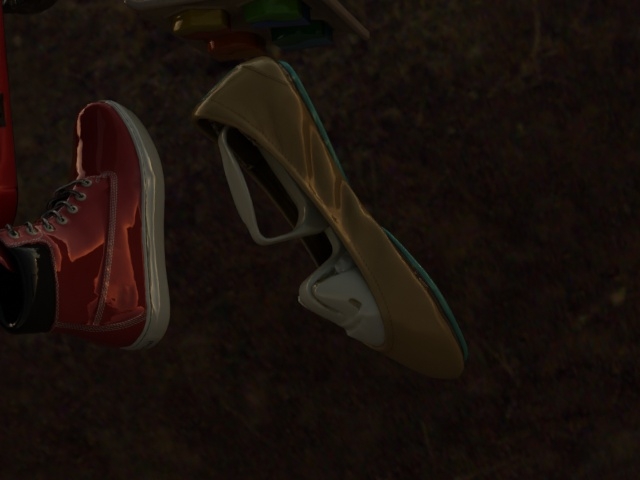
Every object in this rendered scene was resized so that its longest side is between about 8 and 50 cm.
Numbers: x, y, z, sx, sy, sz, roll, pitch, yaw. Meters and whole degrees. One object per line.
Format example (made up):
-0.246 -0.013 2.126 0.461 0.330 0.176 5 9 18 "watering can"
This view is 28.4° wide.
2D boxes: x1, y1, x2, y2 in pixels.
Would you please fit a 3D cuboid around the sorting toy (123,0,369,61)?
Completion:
-0.071 -0.221 1.295 0.208 0.193 0.038 -1 85 17 "sorting toy"

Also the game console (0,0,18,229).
-0.444 -0.165 1.240 0.342 0.060 0.386 -4 91 34 "game console"

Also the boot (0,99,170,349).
-0.229 -0.029 1.113 0.088 0.176 0.244 -29 61 38 "boot"

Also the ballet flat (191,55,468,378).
0.000 0.000 0.769 0.073 0.080 0.232 -33 90 -22 "ballet flat"

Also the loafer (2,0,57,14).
-0.339 -0.298 1.494 0.170 0.061 0.062 -162 77 -66 "loafer"
